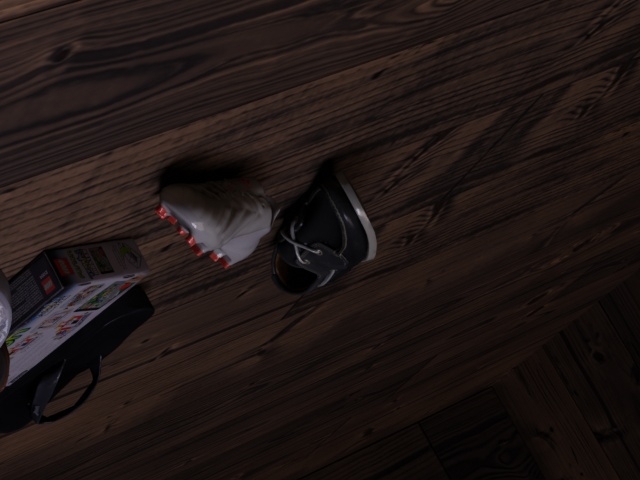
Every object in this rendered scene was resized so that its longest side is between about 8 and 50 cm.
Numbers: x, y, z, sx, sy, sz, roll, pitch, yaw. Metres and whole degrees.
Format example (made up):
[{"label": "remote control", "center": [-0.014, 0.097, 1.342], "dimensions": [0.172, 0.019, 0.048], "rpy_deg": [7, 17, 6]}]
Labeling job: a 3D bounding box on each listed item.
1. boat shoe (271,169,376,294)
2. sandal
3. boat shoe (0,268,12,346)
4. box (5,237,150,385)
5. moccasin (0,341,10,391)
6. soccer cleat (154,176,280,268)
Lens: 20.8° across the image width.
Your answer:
[{"label": "boat shoe", "center": [0.000, 0.000, 1.668], "dimensions": [0.079, 0.084, 0.233], "rpy_deg": [-26, 170, -15]}, {"label": "sandal", "center": [-0.250, 0.132, 1.696], "dimensions": [0.097, 0.054, 0.254], "rpy_deg": [-15, 161, -47]}, {"label": "boat shoe", "center": [-0.348, 0.068, 1.133], "dimensions": [0.335, 0.119, 0.121], "rpy_deg": [-25, 131, 16]}, {"label": "box", "center": [-0.252, 0.071, 1.497], "dimensions": [0.207, 0.036, 0.114], "rpy_deg": [-37, 165, 31]}, {"label": "moccasin", "center": [-0.397, 0.167, 1.271], "dimensions": [0.380, 0.139, 0.147], "rpy_deg": [-48, -156, -5]}, {"label": "soccer cleat", "center": [-0.083, -0.026, 1.449], "dimensions": [0.076, 0.068, 0.196], "rpy_deg": [-45, 168, 2]}]
